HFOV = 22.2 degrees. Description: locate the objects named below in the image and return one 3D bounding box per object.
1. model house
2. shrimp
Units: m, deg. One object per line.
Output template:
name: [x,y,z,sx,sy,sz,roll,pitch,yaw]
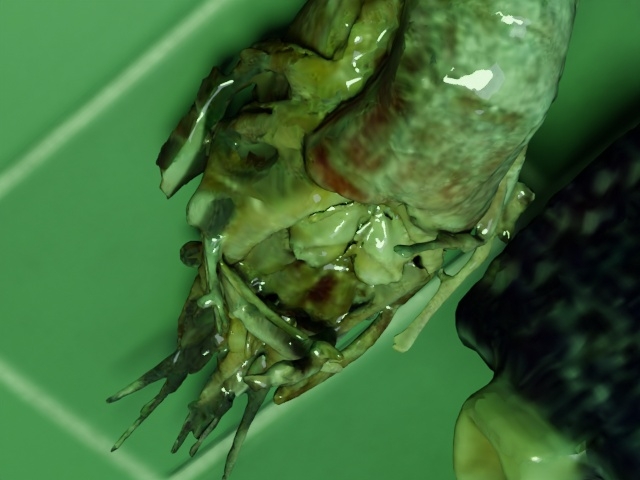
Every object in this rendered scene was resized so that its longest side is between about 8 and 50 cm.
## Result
model house: [0.190,0.106,0.679,0.284,0.243,0.298,-10,124,-21]
shrimp: [0.003,-0.003,0.682,0.116,0.145,0.343,7,131,-36]
